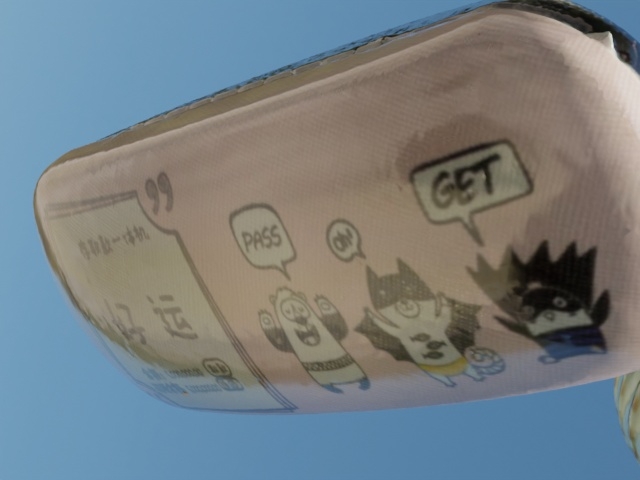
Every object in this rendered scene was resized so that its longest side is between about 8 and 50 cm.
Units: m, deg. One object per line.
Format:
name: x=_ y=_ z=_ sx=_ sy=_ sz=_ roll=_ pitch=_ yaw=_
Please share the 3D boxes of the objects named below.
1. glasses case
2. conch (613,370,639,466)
glasses case: x=0.000 y=0.000 z=0.497 sx=0.314 sy=0.122 sz=0.075 roll=-11 pitch=-159 yaw=49
conch: x=0.191 y=0.048 z=0.614 sx=0.135 sy=0.102 sz=0.153 roll=-19 pitch=-112 yaw=16
